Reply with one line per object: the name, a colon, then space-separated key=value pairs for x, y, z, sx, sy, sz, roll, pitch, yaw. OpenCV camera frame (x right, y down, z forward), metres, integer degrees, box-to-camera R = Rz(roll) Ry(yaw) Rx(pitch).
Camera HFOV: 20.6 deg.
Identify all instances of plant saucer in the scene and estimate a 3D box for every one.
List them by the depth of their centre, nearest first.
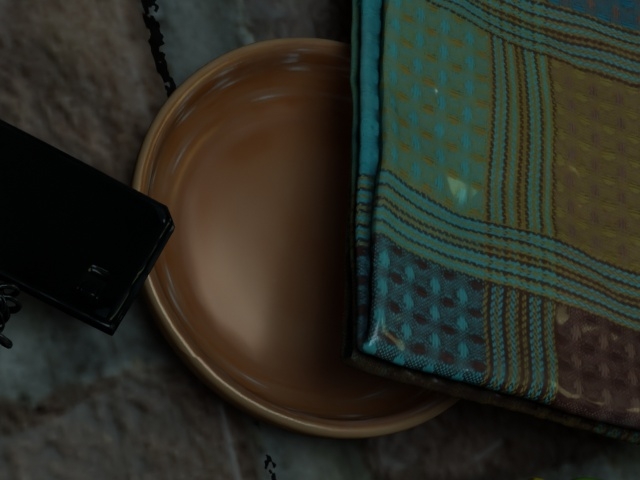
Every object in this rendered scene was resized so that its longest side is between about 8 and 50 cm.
plant saucer: x=0.000 y=0.000 z=0.849 sx=0.200 sy=0.037 sz=0.200 roll=8 pitch=69 yaw=-23

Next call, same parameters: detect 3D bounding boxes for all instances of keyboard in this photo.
keyboard: x=-0.169 y=-0.013 z=0.776 sx=0.192 sy=0.038 sz=0.100 roll=27 pitch=54 yaw=2

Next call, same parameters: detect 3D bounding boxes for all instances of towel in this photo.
towel: x=0.137 y=-0.074 z=0.899 sx=0.271 sy=0.040 sz=0.370 roll=16 pitch=56 yaw=-20

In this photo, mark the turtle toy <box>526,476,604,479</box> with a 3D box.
turtle toy: x=0.107 y=0.160 z=0.824 sx=0.095 sy=0.066 sz=0.130 roll=48 pitch=60 yaw=-2
